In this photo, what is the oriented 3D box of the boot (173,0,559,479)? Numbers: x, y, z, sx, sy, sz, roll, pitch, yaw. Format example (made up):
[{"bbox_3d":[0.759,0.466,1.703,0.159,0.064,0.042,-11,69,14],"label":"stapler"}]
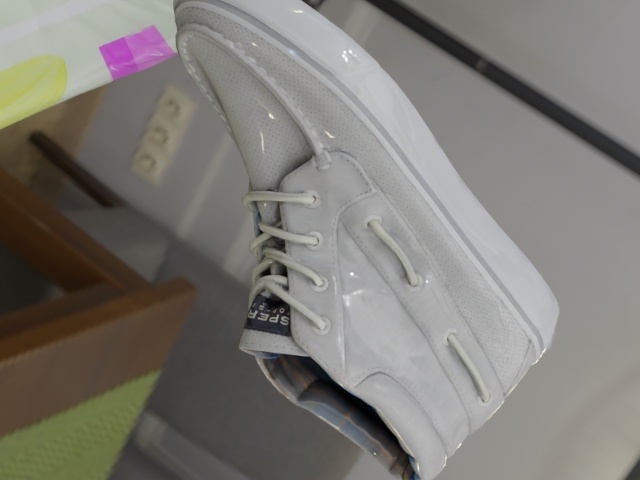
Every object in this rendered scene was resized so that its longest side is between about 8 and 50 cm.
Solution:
[{"bbox_3d":[0.000,0.000,0.646,0.123,0.258,0.095,-50,-164,-23],"label":"boot"}]

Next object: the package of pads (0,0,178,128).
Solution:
[{"bbox_3d":[-0.219,-0.118,0.832,0.297,0.101,0.229,-24,-165,-9],"label":"package of pads"}]
